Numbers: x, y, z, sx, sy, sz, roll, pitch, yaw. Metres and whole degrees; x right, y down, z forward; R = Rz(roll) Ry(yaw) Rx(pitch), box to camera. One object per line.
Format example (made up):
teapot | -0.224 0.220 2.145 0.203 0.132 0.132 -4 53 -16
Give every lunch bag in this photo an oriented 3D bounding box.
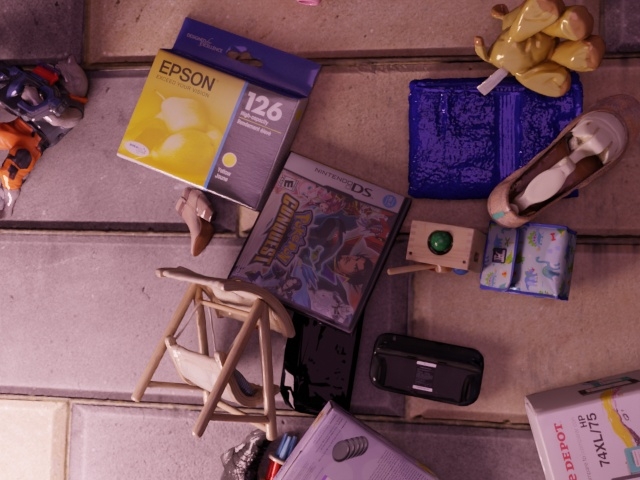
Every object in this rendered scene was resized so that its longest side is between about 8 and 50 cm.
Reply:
lunch bag | 0.358 0.033 1.294 0.151 0.096 0.129 8 87 33

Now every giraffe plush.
giraffe plush | 0.367 -0.351 1.268 0.210 0.170 0.181 -21 121 35

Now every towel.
towel | 0.308 -0.187 1.320 0.308 0.076 0.228 -1 86 10

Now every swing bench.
swing bench | -0.181 0.184 1.281 0.253 0.165 0.255 7 85 54

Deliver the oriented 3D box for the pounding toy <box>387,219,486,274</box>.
pounding toy | 0.204 0.023 1.285 0.130 0.141 0.100 9 89 24

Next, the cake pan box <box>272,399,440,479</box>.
cake pan box | 0.041 0.457 1.296 0.245 0.070 0.267 34 88 -3

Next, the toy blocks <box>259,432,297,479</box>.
toy blocks | -0.048 0.440 1.357 0.123 0.054 0.148 20 90 11

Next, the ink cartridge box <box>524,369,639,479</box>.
ink cartridge box | 0.493 0.329 1.197 0.270 0.197 0.198 -16 84 9

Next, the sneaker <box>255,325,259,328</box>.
sneaker | -0.113 0.077 1.383 0.064 0.067 0.175 -3 85 11

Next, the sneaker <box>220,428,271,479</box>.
sneaker | -0.131 0.413 1.354 0.170 0.051 0.089 -39 55 27

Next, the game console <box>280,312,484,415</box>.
game console | 0.110 0.233 1.349 0.361 0.044 0.213 10 90 11

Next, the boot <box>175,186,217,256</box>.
boot | -0.246 -0.040 1.427 0.087 0.042 0.118 36 111 24

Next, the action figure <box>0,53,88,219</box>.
action figure | -0.593 -0.237 1.468 0.330 0.178 0.341 -48 53 -2

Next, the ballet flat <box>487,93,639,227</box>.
ballet flat | 0.416 -0.129 1.216 0.316 0.106 0.107 -42 86 1

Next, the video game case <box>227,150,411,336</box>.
video game case | 0.000 0.000 1.351 0.248 0.035 0.275 23 76 10

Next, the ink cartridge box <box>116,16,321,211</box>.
ink cartridge box | -0.194 -0.248 1.416 0.303 0.072 0.307 21 93 11

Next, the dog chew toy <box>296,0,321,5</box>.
dog chew toy | -0.002 -0.599 1.343 0.206 0.206 0.332 8 97 10
